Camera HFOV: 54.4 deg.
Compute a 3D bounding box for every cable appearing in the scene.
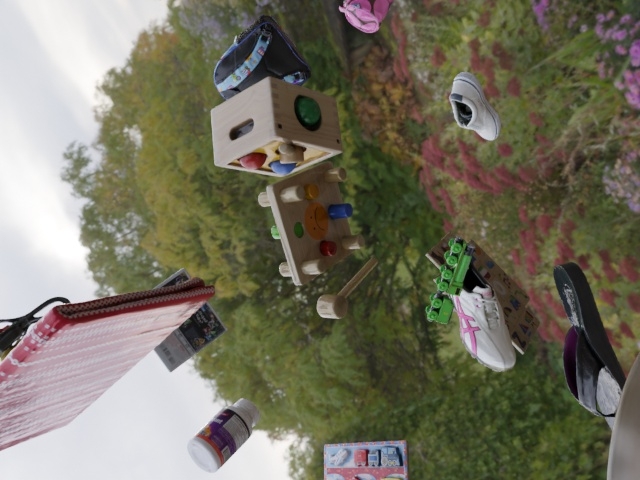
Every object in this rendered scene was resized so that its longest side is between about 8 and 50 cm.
[{"bbox_3d":[-0.871,0.246,1.817,0.139,0.287,0.072,48,165,2],"label":"cable"}]

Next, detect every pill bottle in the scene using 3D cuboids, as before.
[{"bbox_3d":[-0.248,0.506,1.636,0.193,0.108,0.108,-38,-73,-46],"label":"pill bottle"}]

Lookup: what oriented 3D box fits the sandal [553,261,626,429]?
[{"bbox_3d":[0.624,0.275,1.479,0.167,0.107,0.445,62,-169,-78],"label":"sandal"}]

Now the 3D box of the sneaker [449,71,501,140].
[{"bbox_3d":[0.402,-0.335,1.657,0.094,0.091,0.258,23,167,44],"label":"sneaker"}]

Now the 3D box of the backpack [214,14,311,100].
[{"bbox_3d":[-0.128,-0.353,1.280,0.158,0.173,0.117,44,-163,-31],"label":"backpack"}]

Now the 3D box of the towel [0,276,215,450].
[{"bbox_3d":[-0.244,0.126,0.575,0.031,0.275,0.199,55,-158,13],"label":"towel"}]

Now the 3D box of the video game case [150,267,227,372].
[{"bbox_3d":[-0.349,0.192,1.510,0.190,0.173,0.022,56,160,-6],"label":"video game case"}]

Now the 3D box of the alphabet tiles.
[{"bbox_3d":[0.426,0.128,1.616,0.342,0.011,0.285,46,-142,7],"label":"alphabet tiles"}]

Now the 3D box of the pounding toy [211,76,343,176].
[{"bbox_3d":[-0.047,-0.120,0.724,0.130,0.141,0.100,4,-105,-46],"label":"pounding toy"}]

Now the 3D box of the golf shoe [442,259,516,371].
[{"bbox_3d":[0.245,0.112,0.958,0.086,0.067,0.186,95,156,-52],"label":"golf shoe"}]

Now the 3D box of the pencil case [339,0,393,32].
[{"bbox_3d":[0.128,-0.572,1.374,0.098,0.209,0.095,26,169,11],"label":"pencil case"}]

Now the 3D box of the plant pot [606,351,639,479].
[{"bbox_3d":[0.455,0.226,0.514,0.280,0.323,0.323,-10,110,53],"label":"plant pot"}]

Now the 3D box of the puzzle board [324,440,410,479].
[{"bbox_3d":[0.047,0.270,0.677,0.011,0.128,0.096,18,-117,-38],"label":"puzzle board"}]

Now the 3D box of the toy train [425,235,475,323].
[{"bbox_3d":[0.115,0.036,0.549,0.017,0.024,0.083,-85,10,-70],"label":"toy train"}]

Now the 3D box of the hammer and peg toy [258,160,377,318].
[{"bbox_3d":[0.000,0.000,1.566,0.266,0.127,0.361,-31,-70,-49],"label":"hammer and peg toy"}]
